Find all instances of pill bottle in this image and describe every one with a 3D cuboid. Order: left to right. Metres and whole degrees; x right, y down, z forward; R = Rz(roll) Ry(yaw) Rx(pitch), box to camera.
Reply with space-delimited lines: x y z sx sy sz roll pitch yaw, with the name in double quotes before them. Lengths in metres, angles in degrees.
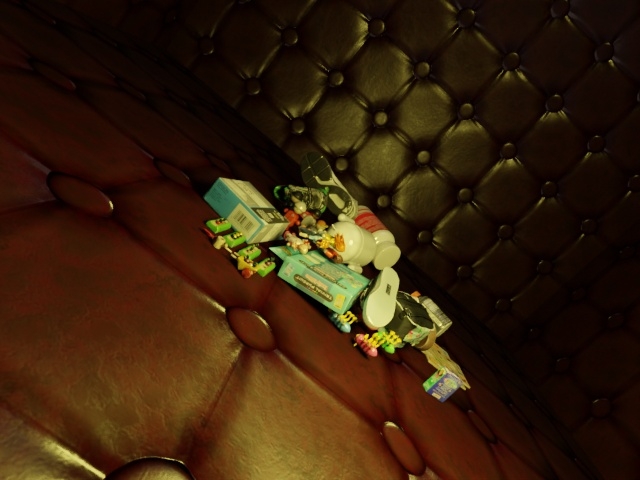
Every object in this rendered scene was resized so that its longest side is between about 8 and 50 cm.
"pill bottle" 0.302 -0.016 2.470 0.229 0.229 0.408 29 19 -42
"pill bottle" 0.568 0.387 2.174 0.246 0.130 0.130 49 15 26

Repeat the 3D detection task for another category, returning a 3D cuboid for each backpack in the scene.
"backpack" 0.325 0.309 1.625 0.253 0.191 0.225 14 32 -47

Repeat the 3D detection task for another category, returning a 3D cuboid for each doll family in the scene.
"doll family" 0.000 0.000 1.505 0.263 0.118 0.163 17 12 -36

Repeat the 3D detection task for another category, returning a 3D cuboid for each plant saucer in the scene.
"plant saucer" 0.417 0.384 1.735 0.029 0.168 0.168 4 34 -34

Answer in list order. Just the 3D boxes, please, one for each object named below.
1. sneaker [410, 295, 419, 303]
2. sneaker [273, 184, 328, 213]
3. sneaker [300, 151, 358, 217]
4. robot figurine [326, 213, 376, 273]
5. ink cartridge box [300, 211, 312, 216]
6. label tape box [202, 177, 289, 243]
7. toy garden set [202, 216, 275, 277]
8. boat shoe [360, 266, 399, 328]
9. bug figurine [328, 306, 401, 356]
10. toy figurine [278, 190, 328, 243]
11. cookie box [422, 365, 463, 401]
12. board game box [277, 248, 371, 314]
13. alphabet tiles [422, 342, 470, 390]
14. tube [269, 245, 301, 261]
"sneaker" 0.349 0.283 1.854 0.305 0.152 0.114 32 19 -30
"sneaker" -0.103 -0.209 2.050 0.343 0.134 0.146 10 1 42
"sneaker" 0.056 -0.279 2.268 0.447 0.169 0.257 58 10 22
"robot figurine" 0.144 0.018 1.997 0.353 0.199 0.300 18 55 -57
"ink cartridge box" -0.037 -0.176 2.233 0.078 0.134 0.231 43 13 3
"label tape box" -0.248 -0.111 1.536 0.240 0.106 0.333 45 14 10
"toy garden set" -0.252 0.013 1.263 0.244 0.049 0.204 42 14 2
"boat shoe" 0.194 0.211 1.449 0.113 0.105 0.306 40 36 -11
"bug figurine" 0.150 0.308 1.399 0.216 0.072 0.279 43 17 33
"toy figurine" -0.080 -0.109 1.888 0.209 0.148 0.213 36 14 -22
"cookie box" 0.442 0.520 1.476 0.092 0.107 0.040 38 13 -19
"board game box" 0.027 0.137 1.470 0.253 0.079 0.336 30 12 14
"alphabet tiles" 0.551 0.543 1.903 0.342 0.011 0.285 39 14 -11
"tube" -0.115 0.045 1.557 0.080 0.052 0.207 36 18 17
